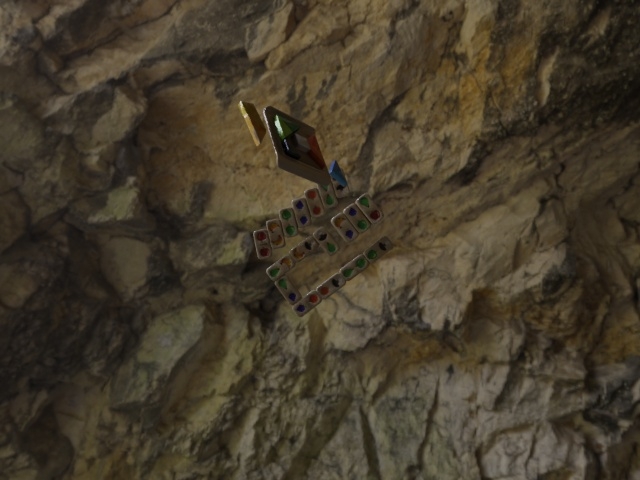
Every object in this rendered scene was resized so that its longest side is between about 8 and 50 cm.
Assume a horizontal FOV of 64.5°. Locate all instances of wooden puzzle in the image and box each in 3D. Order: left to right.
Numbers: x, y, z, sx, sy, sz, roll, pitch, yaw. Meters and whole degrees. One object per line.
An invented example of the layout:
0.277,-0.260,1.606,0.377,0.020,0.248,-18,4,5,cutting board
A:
-0.021,-0.090,0.479,0.116,0.078,0.014,10,-37,-47,wooden puzzle

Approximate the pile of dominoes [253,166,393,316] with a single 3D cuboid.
0.000,0.000,0.977,0.196,0.251,0.040,52,0,2,pile of dominoes
